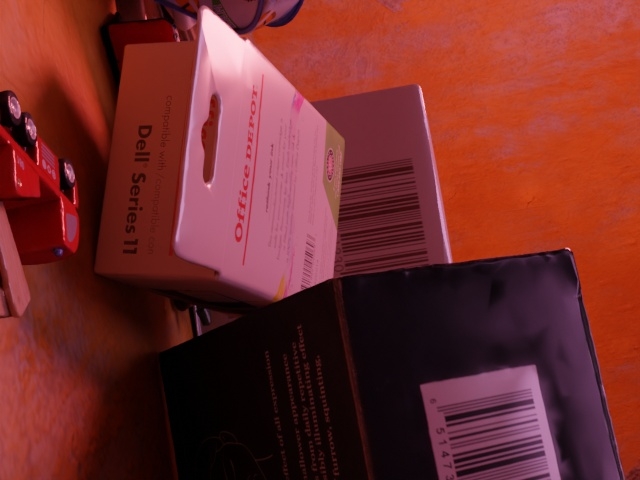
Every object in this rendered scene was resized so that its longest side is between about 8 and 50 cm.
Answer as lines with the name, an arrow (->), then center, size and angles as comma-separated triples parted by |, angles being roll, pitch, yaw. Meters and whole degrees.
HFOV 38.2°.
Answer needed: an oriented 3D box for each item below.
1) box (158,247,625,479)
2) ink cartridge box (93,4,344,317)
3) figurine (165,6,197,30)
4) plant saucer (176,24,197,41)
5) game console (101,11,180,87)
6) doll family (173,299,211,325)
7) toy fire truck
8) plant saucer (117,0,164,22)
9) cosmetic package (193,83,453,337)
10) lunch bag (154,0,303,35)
box -> 0.038, 0.197, 0.768 | 0.395, 0.212, 0.293 | -26, -108, 60
ink cartridge box -> -0.090, -0.049, 0.838 | 0.353, 0.119, 0.207 | 34, 59, -68
figurine -> -0.190, -0.407, 1.156 | 0.209, 0.092, 0.215 | 53, 31, -44
plant saucer -> -0.168, -0.274, 1.393 | 0.278, 0.041, 0.278 | -21, 90, -89
game console -> -0.169, -0.166, 0.966 | 0.085, 0.124, 0.144 | -48, 132, -53
doll family -> -0.134, -0.004, 1.038 | 0.076, 0.111, 0.193 | -38, -118, 51
toy fire truck -> -0.176, -0.008, 0.492 | 0.192, 0.047, 0.135 | 76, 5, -69
plant saucer -> -0.204, -0.241, 1.095 | 0.168, 0.029, 0.168 | -11, 90, -88
cosmetic package -> 0.000, 0.000, 1.291 | 0.394, 0.327, 0.329 | 35, 45, -86
lunch bag -> -0.106, -0.381, 0.945 | 0.115, 0.243, 0.303 | -31, 144, -52
